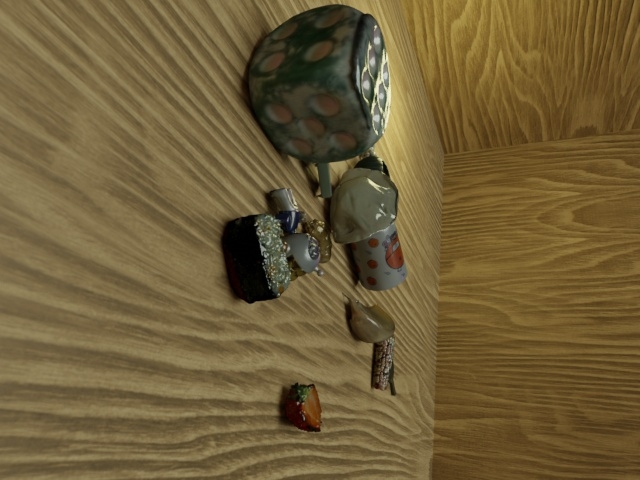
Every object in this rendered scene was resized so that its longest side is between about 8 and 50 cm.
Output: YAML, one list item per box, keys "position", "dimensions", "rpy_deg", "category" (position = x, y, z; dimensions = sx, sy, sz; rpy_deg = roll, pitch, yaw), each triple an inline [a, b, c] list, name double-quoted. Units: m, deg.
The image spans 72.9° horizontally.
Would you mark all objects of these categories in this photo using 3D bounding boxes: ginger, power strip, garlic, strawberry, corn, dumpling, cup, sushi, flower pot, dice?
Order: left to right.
- position: [-0.161, 0.046, 1.107]
  dimensions: [0.136, 0.126, 0.224]
  rpy_deg: [-12, 96, -64]
  category: "sushi"
- position: [-0.055, 0.510, 1.321]
  dimensions: [0.192, 0.085, 0.140]
  rpy_deg: [48, 38, -61]
  category: "strawberry"
- position: [-0.002, 0.001, 1.513]
  dimensions: [0.095, 0.069, 0.190]
  rpy_deg: [-46, 132, -29]
  category: "ginger"
- position: [-0.001, -0.272, 1.531]
  dimensions: [0.215, 0.061, 0.145]
  rpy_deg: [83, 0, -46]
  category: "power strip"
- position: [0.017, -0.453, 1.283]
  dimensions: [0.330, 0.349, 0.327]
  rpy_deg: [52, 44, -49]
  category: "dice"
- position: [0.167, -0.136, 1.662]
  dimensions: [0.341, 0.260, 0.181]
  rpy_deg: [-68, 154, -56]
  category: "dumpling"
- position: [0.196, 0.344, 1.857]
  dimensions: [0.339, 0.151, 0.196]
  rpy_deg: [24, 38, -54]
  category: "garlic"
- position: [0.220, -0.249, 1.909]
  dimensions: [0.189, 0.157, 0.242]
  rpy_deg: [23, 66, -64]
  category: "flower pot"
- position: [0.233, 0.027, 1.849]
  dimensions: [0.212, 0.213, 0.317]
  rpy_deg: [-57, 135, -52]
  category: "cup"
- position: [0.298, 0.568, 2.064]
  dimensions: [0.092, 0.092, 0.280]
  rpy_deg: [41, 55, -57]
  category: "corn"

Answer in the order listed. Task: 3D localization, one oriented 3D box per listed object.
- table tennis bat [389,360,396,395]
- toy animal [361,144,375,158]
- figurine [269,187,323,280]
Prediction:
- position: [0.369, 0.705, 2.275]
  dimensions: [0.131, 0.022, 0.234]
  rpy_deg: [-32, 113, -63]
  category: "table tennis bat"
- position: [0.224, -0.404, 2.038]
  dimensions: [0.085, 0.071, 0.124]
  rpy_deg: [71, 17, -63]
  category: "toy animal"
- position: [-0.079, -0.021, 1.299]
  dimensions: [0.194, 0.133, 0.274]
  rpy_deg: [52, 27, -68]
  category: "figurine"
